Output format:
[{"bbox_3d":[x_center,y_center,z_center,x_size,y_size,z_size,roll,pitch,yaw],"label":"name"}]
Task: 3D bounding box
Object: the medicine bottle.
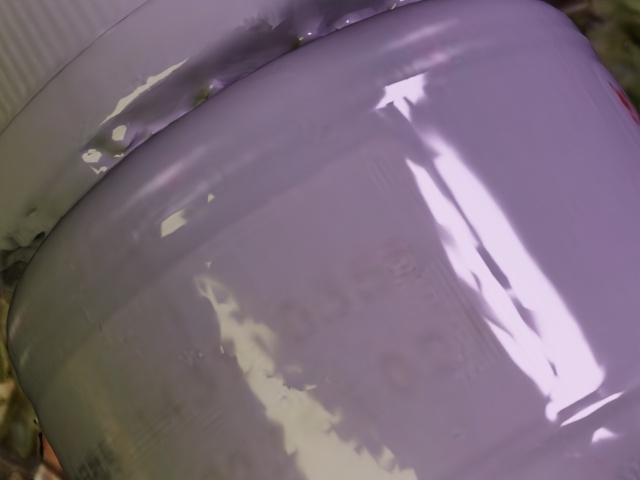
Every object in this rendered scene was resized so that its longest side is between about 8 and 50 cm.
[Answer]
[{"bbox_3d":[0.000,0.000,0.610,0.245,0.245,0.306,-39,76,32],"label":"medicine bottle"}]
